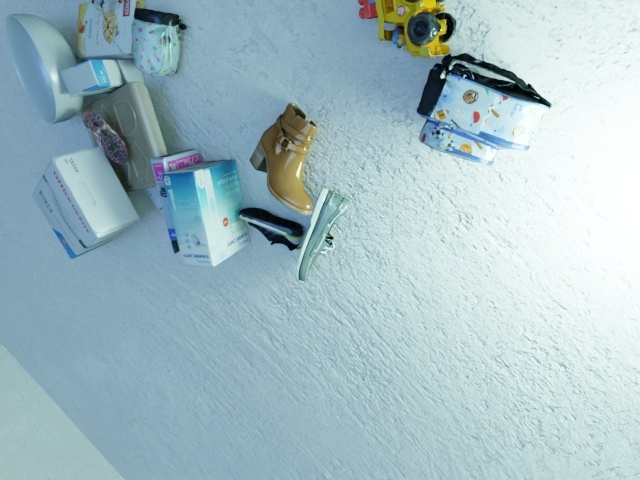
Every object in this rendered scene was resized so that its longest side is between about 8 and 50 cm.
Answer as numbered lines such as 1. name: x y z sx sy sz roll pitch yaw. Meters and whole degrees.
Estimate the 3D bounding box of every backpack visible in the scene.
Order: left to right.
1. backpack: -0.495 -0.590 1.255 0.151 0.115 0.182 18 118 14
2. backpack: 0.353 -0.283 0.930 0.263 0.276 0.213 16 120 10

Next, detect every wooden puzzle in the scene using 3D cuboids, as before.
1. wooden puzzle: -0.643 -0.335 1.419 0.347 0.080 0.323 -4 107 35

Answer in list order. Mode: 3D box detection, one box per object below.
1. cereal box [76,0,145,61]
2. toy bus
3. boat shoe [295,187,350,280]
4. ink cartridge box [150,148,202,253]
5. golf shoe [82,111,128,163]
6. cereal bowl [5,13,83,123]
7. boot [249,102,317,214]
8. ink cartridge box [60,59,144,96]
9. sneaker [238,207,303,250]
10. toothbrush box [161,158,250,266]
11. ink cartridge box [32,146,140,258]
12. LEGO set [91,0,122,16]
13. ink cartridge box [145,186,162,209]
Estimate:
1. cereal box: -0.663 -0.662 1.312 0.239 0.047 0.173 5 92 22
2. toy bus: 0.191 -0.531 0.971 0.211 0.149 0.221 4 114 36
3. boat shoe: 0.000 0.000 1.268 0.098 0.116 0.320 18 115 -2
4. ink cartridge box: -0.438 -0.130 1.366 0.065 0.186 0.312 3 111 20
5. golf shoe: -0.696 -0.335 1.373 0.067 0.086 0.186 -35 102 -10
6. cereal bowl: -0.896 -0.571 1.395 0.338 0.141 0.339 25 128 36
7. boot: -0.067 -0.233 1.196 0.220 0.109 0.284 -49 62 24
8. ink cartridge box: -0.683 -0.517 1.321 0.139 0.190 0.082 -6 108 25
9. sneaker: -0.166 -0.029 1.346 0.234 0.084 0.097 22 118 15
10. toothbrush box: -0.353 -0.092 1.327 0.126 0.216 0.296 2 110 23
11. ink cartridge box: -0.851 -0.123 1.503 0.394 0.166 0.286 -17 103 46
12. LEGO set: -0.622 -0.798 1.239 0.244 0.060 0.183 -21 95 3
13. ink cartridge box: -0.590 -0.175 1.505 0.062 0.029 0.115 -38 85 30
